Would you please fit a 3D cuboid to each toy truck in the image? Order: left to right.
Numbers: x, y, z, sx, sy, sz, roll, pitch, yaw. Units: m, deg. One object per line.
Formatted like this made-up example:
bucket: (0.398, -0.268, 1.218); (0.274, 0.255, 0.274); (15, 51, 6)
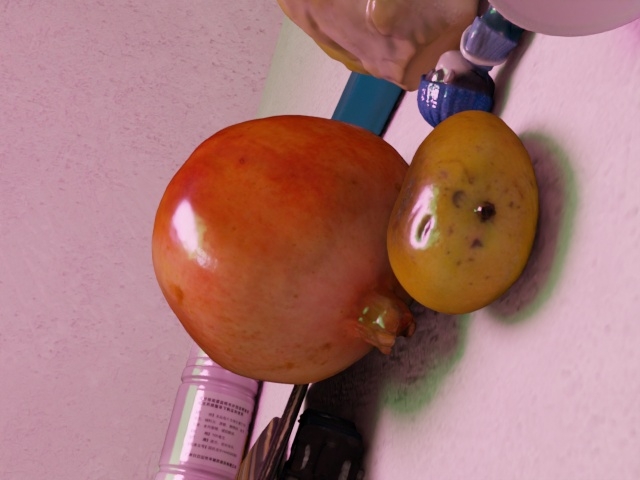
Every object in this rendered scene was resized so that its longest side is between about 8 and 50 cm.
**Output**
toy truck: (-0.016, 0.271, 0.835); (0.088, 0.074, 0.202); (-96, 24, -82)

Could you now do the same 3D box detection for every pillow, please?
pillow: (-0.101, 0.371, 1.099); (0.208, 0.052, 0.212); (-83, 16, -52)

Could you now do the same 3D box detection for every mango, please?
mango: (0.104, -0.028, 0.638); (0.195, 0.098, 0.137); (-84, 11, -62)

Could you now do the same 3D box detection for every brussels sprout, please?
brussels sprout: (0.059, -0.318, 0.895); (0.242, 0.317, 0.274); (-34, 8, 19)

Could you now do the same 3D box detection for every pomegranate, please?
pomegranate: (-0.014, 0.014, 0.753); (0.270, 0.252, 0.229); (28, 135, 39)

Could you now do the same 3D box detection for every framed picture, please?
framed picture: (-0.045, 0.220, 0.887); (0.347, 0.016, 0.265); (-66, -5, -46)

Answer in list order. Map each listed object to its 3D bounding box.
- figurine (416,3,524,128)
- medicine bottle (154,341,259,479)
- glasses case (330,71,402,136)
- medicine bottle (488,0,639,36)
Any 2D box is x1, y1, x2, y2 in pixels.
figurine: (0.142, -0.154, 0.745); (0.136, 0.077, 0.079); (-47, 59, 32)
medicine bottle: (-0.178, 0.290, 1.366); (0.133, 0.133, 0.250); (131, 152, -62)
glasses case: (0.038, -0.138, 1.167); (0.117, 0.070, 0.301); (-78, 10, -52)
medicine bottle: (0.167, -0.267, 0.558); (0.152, 0.152, 0.255); (124, 159, -54)
